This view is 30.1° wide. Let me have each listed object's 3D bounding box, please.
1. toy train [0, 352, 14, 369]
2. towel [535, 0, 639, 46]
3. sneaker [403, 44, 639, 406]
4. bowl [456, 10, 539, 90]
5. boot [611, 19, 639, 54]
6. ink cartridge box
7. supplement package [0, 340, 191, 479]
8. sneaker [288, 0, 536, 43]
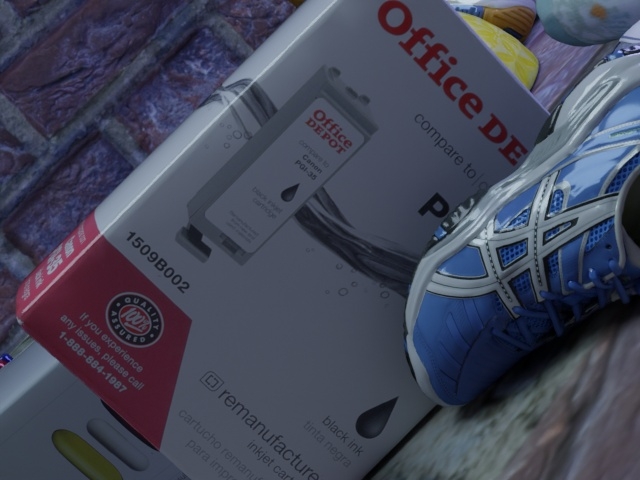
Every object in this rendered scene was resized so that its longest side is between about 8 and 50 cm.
[{"bbox_3d":[-0.389,0.258,1.313,0.248,0.143,0.105,-51,7,-28],"label":"toy train"},{"bbox_3d":[0.343,-0.293,0.813,0.374,0.090,0.320,-48,11,-13],"label":"towel"},{"bbox_3d":[0.116,0.006,0.580,0.211,0.080,0.081,-56,37,20],"label":"sneaker"},{"bbox_3d":[0.044,-0.126,1.109,0.289,0.156,0.289,-43,11,11],"label":"bowl"},{"bbox_3d":[0.188,-0.074,0.674,0.086,0.069,0.190,-50,2,11],"label":"boot"},{"bbox_3d":[0.000,0.000,0.684,0.283,0.207,0.117,-45,12,1],"label":"ink cartridge box"},{"bbox_3d":[-0.190,0.143,1.011,0.262,0.145,0.204,-40,12,28],"label":"supplement package"},{"bbox_3d":[0.100,-0.281,1.252,0.296,0.112,0.131,11,84,31],"label":"sneaker"}]
